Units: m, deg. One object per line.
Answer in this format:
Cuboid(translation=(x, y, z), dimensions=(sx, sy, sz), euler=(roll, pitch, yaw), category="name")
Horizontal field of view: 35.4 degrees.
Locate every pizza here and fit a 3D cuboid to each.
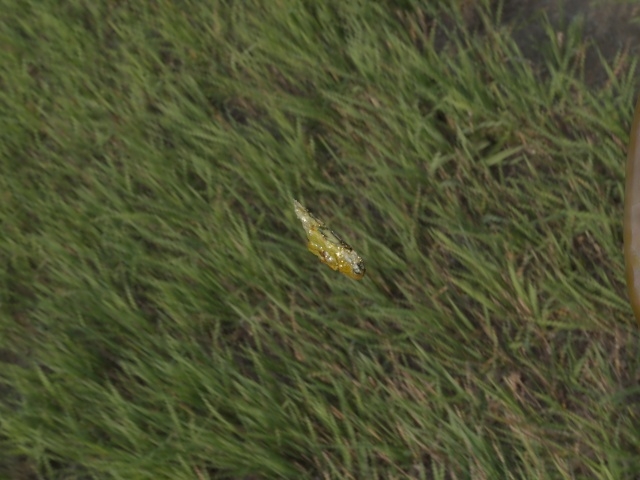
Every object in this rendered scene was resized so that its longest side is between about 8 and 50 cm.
Cuboid(translation=(0.000, 0.000, 1.047), dimensions=(0.026, 0.109, 0.123), euler=(-43, 15, -7), category="pizza")

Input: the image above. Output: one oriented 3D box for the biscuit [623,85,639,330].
Cuboid(translation=(0.283, -0.063, 0.292), dimensions=(0.350, 0.070, 0.395), euler=(13, 95, 18), category="biscuit")
